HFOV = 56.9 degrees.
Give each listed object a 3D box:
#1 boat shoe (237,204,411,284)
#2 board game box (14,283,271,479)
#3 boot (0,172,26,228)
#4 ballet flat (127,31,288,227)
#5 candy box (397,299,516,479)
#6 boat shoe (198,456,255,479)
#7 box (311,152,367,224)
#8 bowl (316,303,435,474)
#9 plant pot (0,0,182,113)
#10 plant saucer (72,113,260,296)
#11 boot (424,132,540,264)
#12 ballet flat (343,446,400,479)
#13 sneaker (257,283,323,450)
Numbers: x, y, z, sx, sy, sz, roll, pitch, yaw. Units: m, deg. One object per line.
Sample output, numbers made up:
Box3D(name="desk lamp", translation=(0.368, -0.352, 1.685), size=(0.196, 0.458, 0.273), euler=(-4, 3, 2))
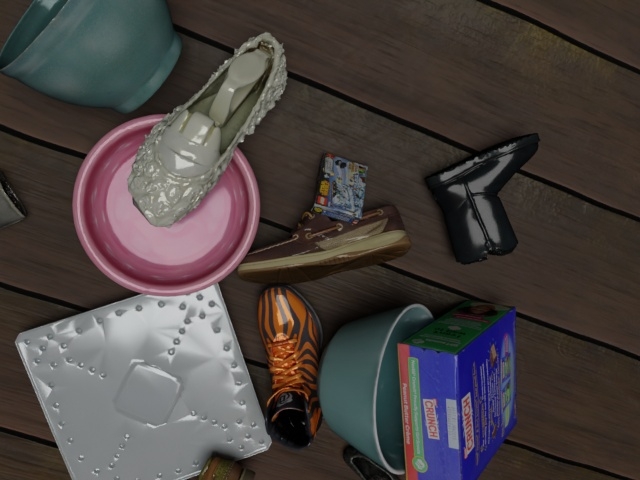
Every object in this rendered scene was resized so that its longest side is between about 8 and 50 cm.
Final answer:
Box3D(name="boat shoe", translation=(0.000, 0.000, 1.162), size=(0.342, 0.123, 0.123), euler=(-13, 70, -1))
Box3D(name="board game box", translation=(-0.338, 0.298, 1.176), size=(0.390, 0.050, 0.389), euler=(-18, 101, -5))
Box3D(name="boot", translation=(-0.673, -0.071, 1.059), size=(0.209, 0.076, 0.189), euler=(-29, 116, 4))
Box3D(name="ballet flat", translation=(-0.186, -0.210, 1.002), size=(0.147, 0.147, 0.408), euler=(36, 64, -12))
Box3D(name="candy box", translation=(0.276, 0.285, 1.137), size=(0.122, 0.317, 0.268), euler=(2, 101, 34))
Box3D(name="boat shoe", translation=(-0.238, 0.560, 1.196), size=(0.105, 0.110, 0.307), euler=(27, 106, 0))
Box3D(name="box", translation=(0.038, -0.101, 1.140), size=(0.094, 0.027, 0.137), euler=(17, 53, -9))
Box3D(name="bowl", translation=(0.107, 0.271, 1.141), size=(0.163, 0.312, 0.311), euler=(1, 101, 34))
Box3D(name="plant pot", translation=(-0.359, -0.337, 0.982), size=(0.293, 0.293, 0.196), euler=(-51, 129, 1))
Box3D(name="plant saucer", translation=(-0.281, -0.064, 1.101), size=(0.332, 0.084, 0.332), euler=(0, 93, -10))
Box3D(name="boot", translation=(0.356, -0.081, 1.197), size=(0.247, 0.094, 0.207), euler=(-25, 98, 3))
Box3D(name="ballet flat", translation=(0.115, 0.509, 1.275), size=(0.173, 0.049, 0.057), euler=(40, 92, -12))
Box3D(name="sneaker", translation=(-0.055, 0.251, 1.135), size=(0.125, 0.180, 0.321), euler=(-15, 100, 10))
